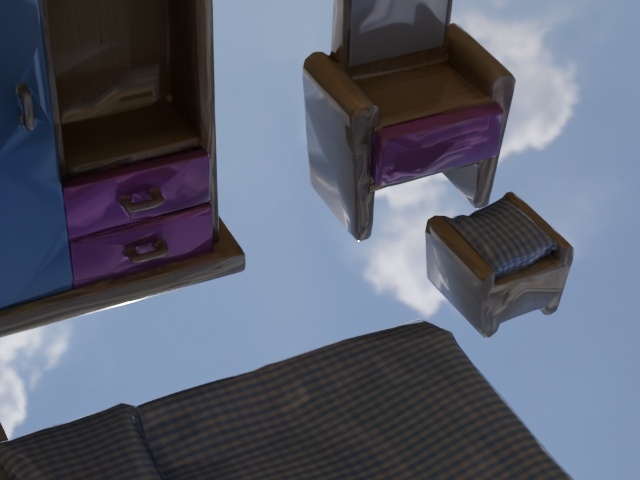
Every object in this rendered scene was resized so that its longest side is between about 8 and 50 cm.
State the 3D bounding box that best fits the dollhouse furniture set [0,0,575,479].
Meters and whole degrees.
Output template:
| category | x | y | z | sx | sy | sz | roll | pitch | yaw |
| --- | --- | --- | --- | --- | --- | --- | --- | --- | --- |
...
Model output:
| category | x | y | z | sx | sy | sz | roll | pitch | yaw |
| --- | --- | --- | --- | --- | --- | --- | --- | --- | --- |
| dollhouse furniture set | 0.000 | 0.000 | 0.376 | 0.286 | 0.198 | 0.303 | -15 | -138 | -21 |
